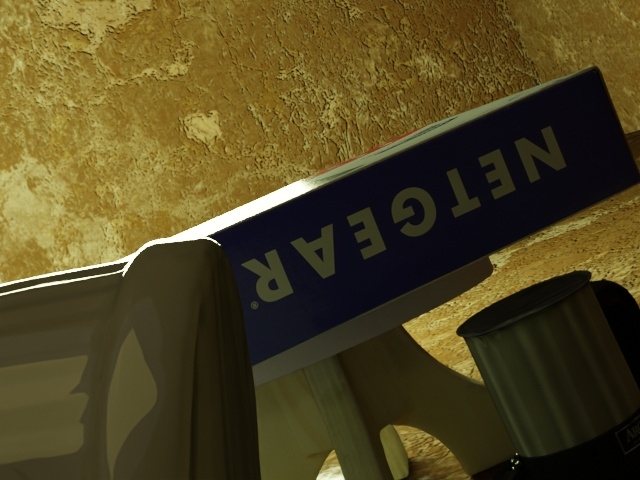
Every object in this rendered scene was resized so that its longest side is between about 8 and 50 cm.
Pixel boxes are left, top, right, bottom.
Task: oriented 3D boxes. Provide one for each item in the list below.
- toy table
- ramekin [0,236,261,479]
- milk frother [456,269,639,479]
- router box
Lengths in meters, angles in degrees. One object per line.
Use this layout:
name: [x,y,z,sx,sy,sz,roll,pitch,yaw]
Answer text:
toy table: [0.018,0.121,1.017,0.274,0.161,0.252,-23,4,16]
ramekin: [-0.087,0.135,0.471,0.127,0.273,0.273,-4,5,1]
milk frother: [0.125,0.099,0.828,0.143,0.135,0.129,-23,4,28]
router box: [0.000,0.000,0.972,0.335,0.082,0.301,-24,4,-19]
